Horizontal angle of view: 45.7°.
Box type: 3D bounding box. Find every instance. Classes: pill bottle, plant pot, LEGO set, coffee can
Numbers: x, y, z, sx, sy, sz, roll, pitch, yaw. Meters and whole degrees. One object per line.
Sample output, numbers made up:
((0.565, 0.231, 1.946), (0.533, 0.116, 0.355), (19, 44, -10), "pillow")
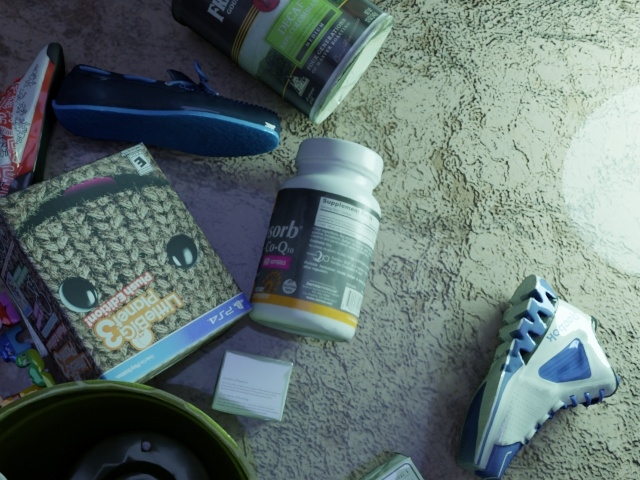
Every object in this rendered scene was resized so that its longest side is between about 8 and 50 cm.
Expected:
((0.000, 0.000, 1.122), (0.162, 0.162, 0.278), (14, 77, -3), "pill bottle")
((-0.247, 0.359, 0.929), (0.367, 0.353, 0.366), (1, 78, -6), "plant pot")
((-0.435, 0.201, 1.073), (0.093, 0.087, 0.227), (-29, 83, -26), "LEGO set")
((-0.056, -0.339, 1.161), (0.275, 0.201, 0.201), (37, 78, 1), "coffee can")

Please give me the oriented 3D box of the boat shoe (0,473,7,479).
((-0.204, 0.326, 0.704), (0.367, 0.136, 0.156), (33, 74, 11), "boat shoe")

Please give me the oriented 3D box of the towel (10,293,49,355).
((-0.358, 0.093, 1.104), (0.152, 0.023, 0.113), (-22, 80, -42), "towel")

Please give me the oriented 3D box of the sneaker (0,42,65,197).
((-0.481, -0.184, 1.143), (0.145, 0.090, 0.269), (10, 81, -7), "sneaker")

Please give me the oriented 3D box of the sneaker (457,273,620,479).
((0.341, 0.224, 1.133), (0.182, 0.127, 0.315), (25, 76, 1), "sneaker")

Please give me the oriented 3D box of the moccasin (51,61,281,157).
((-0.226, -0.214, 1.152), (0.342, 0.137, 0.116), (9, 64, -9), "moccasin")

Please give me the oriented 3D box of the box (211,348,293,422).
((-0.101, 0.210, 1.102), (0.102, 0.101, 0.087), (12, 78, -5), "box")

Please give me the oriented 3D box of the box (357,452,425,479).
((0.131, 0.475, 1.083), (0.169, 0.087, 0.289), (-33, 84, -11), "box")

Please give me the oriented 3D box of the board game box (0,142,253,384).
((-0.282, 0.050, 1.053), (0.232, 0.141, 0.291), (-31, 83, -36), "board game box")
